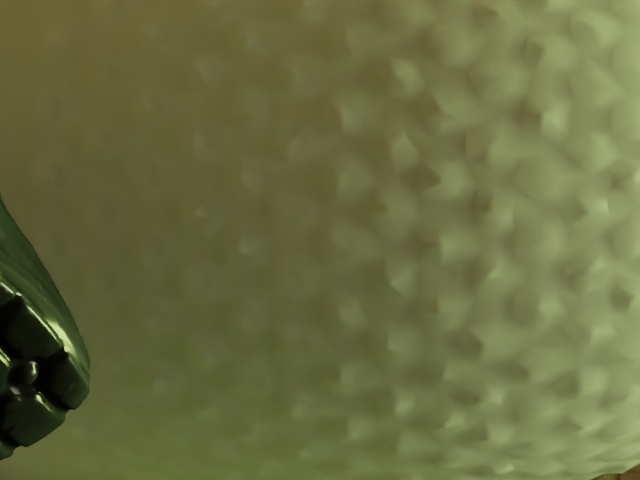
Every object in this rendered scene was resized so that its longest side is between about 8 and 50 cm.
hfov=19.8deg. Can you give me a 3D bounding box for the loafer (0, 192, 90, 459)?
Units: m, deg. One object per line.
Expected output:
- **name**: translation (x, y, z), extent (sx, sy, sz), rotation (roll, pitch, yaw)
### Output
- **loafer**: translation (-0.138, -0.025, 0.515), extent (0.078, 0.076, 0.223), rotation (50, -9, 48)

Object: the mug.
- **mug**: translation (0.032, -0.074, 0.759), extent (0.276, 0.328, 0.374), rotation (-7, 99, -81)
